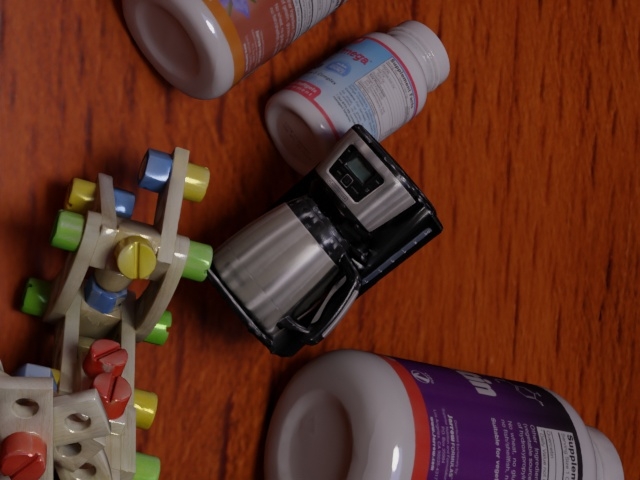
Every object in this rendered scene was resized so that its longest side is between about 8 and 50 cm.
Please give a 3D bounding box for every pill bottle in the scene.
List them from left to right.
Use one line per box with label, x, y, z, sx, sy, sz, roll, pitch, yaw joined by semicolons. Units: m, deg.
pill bottle;-0.046;-0.219;1.234;0.216;0.121;0.121;-41;117;-26
pill bottle;0.035;-0.127;1.325;0.160;0.087;0.087;-37;115;-28
pill bottle;0.120;0.207;1.368;0.323;0.181;0.181;14;87;-37

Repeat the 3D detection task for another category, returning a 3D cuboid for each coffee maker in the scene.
coffee maker;0.000;0.000;1.250;0.178;0.171;0.120;-39;91;0

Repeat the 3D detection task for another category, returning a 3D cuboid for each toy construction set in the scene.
toy construction set;-0.164;0.089;1.096;0.151;0.327;0.215;24;122;-6

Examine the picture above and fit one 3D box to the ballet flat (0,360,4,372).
ballet flat;-0.281;0.080;1.136;0.079;0.077;0.221;-39;123;-47
